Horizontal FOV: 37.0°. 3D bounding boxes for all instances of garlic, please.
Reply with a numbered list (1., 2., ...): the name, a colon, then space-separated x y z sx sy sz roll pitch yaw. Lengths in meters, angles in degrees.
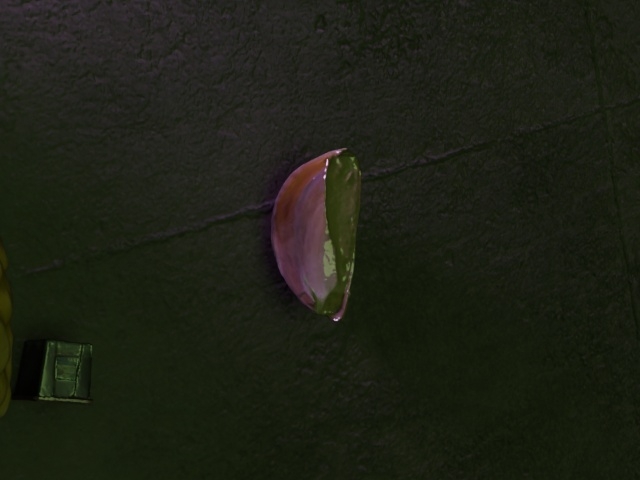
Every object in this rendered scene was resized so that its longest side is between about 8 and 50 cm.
1. garlic: -0.008 -0.008 1.108 0.087 0.101 0.196 6 89 -38

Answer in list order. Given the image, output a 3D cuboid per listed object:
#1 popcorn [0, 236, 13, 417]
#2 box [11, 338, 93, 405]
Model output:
1. popcorn: -0.392 0.063 0.757 0.381 0.349 0.349 -44 120 -68
2. box: -0.266 0.131 0.954 0.060 0.084 0.063 9 78 -32
